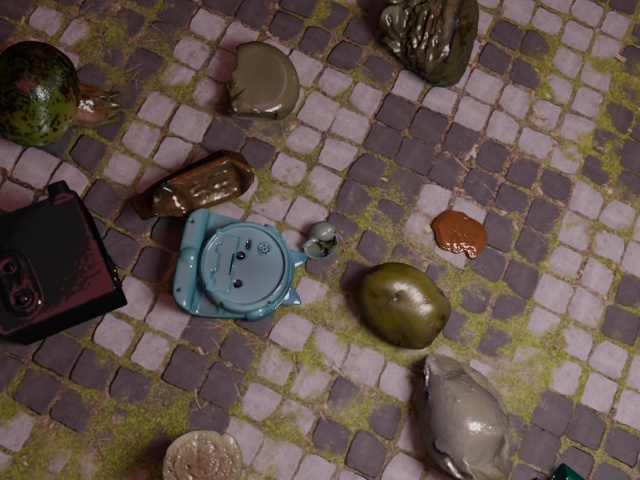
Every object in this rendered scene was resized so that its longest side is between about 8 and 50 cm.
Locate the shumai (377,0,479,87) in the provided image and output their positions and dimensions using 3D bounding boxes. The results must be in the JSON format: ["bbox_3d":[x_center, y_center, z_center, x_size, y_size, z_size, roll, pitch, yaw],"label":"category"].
[{"bbox_3d":[0.252,-0.501,1.718,0.218,0.189,0.255,16,88,17],"label":"shumai"}]

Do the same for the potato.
[{"bbox_3d":[0.173,0.133,1.521,0.200,0.137,0.154,39,74,4],"label":"potato"}]

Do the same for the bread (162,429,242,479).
[{"bbox_3d":[-0.223,0.432,1.386,0.148,0.141,0.133,-6,73,-8],"label":"bread"}]

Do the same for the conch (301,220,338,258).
[{"bbox_3d":[0.001,-0.002,1.585,0.085,0.056,0.076,-34,98,15],"label":"conch"}]

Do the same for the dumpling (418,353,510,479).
[{"bbox_3d":[0.314,0.362,1.473,0.227,0.175,0.243,5,86,-36],"label":"dumpling"}]

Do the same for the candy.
[{"bbox_3d":[-0.275,-0.114,1.553,0.272,0.143,0.101,-21,117,-11],"label":"candy"}]

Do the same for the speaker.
[{"bbox_3d":[-0.544,0.046,1.442,0.232,0.184,0.253,-22,79,-12],"label":"speaker"}]

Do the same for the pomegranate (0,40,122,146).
[{"bbox_3d":[-0.586,-0.306,1.555,0.204,0.277,0.221,11,93,36],"label":"pomegranate"}]

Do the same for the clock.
[{"bbox_3d":[-0.166,0.057,1.527,0.274,0.094,0.223,7,74,-3],"label":"clock"}]

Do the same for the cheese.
[{"bbox_3d":[-0.137,-0.367,1.657,0.176,0.091,0.202,-5,73,-8],"label":"cheese"}]

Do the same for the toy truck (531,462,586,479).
[{"bbox_3d":[0.451,0.569,1.438,0.114,0.124,0.253,39,71,8],"label":"toy truck"}]

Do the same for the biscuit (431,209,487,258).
[{"bbox_3d":[0.318,-0.016,1.643,0.131,0.019,0.102,25,72,2],"label":"biscuit"}]
